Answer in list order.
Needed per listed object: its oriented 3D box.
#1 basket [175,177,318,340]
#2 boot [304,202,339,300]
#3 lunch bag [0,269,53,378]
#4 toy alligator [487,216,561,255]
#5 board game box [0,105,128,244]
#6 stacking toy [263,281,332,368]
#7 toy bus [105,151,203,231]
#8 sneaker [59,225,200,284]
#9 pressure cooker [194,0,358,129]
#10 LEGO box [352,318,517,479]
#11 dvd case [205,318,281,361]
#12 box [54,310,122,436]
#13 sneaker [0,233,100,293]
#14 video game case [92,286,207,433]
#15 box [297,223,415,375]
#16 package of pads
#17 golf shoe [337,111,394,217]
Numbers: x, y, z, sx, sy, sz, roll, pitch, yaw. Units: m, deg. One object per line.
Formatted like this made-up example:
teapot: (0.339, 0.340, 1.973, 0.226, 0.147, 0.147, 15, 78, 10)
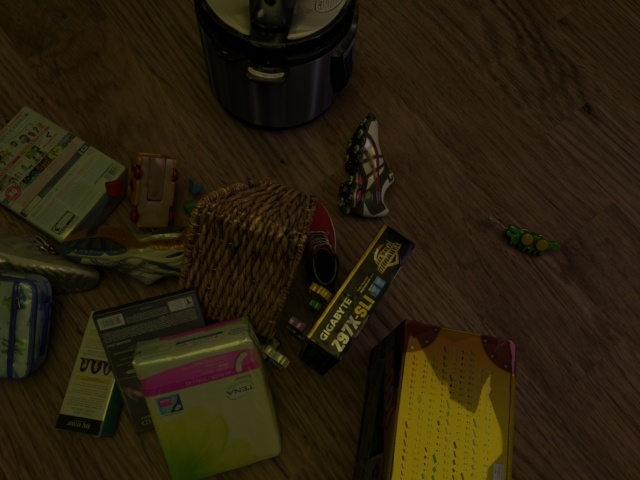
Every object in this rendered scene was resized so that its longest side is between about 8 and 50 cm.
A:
basket: (-0.151, 0.017, 1.068, 0.223, 0.299, 0.213, 17, 35, -2)
boot: (0.000, 0.000, 1.160, 0.088, 0.176, 0.244, -6, 69, -5)
lunch bag: (-0.654, 0.171, 1.058, 0.176, 0.090, 0.219, 8, 94, -2)
toy alligator: (0.492, -0.003, 1.266, 0.189, 0.056, 0.051, 21, 110, 3)
board game box: (-0.636, -0.144, 1.207, 0.303, 0.097, 0.224, 32, 70, 6)
stacking toy: (-0.043, 0.188, 1.065, 0.052, 0.221, 0.167, 34, 73, 9)
toy bus: (-0.402, -0.111, 1.204, 0.202, 0.191, 0.104, -45, 38, -16)
sneaker: (-0.414, 0.046, 1.132, 0.296, 0.131, 0.112, 2, 35, -6)
pressure cooker: (-0.107, -0.504, 1.204, 0.375, 0.420, 0.370, -37, 76, -16)
LEGO box: (0.174, 0.430, 0.913, 0.193, 0.372, 0.500, 11, 69, 0)
dvd case: (-0.236, 0.256, 1.131, 0.180, 0.022, 0.253, 43, 73, 10)
box: (-0.459, 0.277, 1.078, 0.100, 0.060, 0.244, 6, 70, 9)
sneaker: (-0.628, 0.033, 1.139, 0.281, 0.105, 0.115, 15, 52, -7)
video game case: (-0.310, 0.241, 1.022, 0.196, 0.026, 0.274, -14, 110, -9)
box: (0.061, 0.134, 1.038, 0.079, 0.322, 0.257, 35, 72, 7)
package of pads: (-0.207, 0.310, 1.002, 0.229, 0.101, 0.297, -13, 110, -8)
golf shoe: (0.122, -0.185, 1.289, 0.120, 0.105, 0.273, 14, 75, -16)
